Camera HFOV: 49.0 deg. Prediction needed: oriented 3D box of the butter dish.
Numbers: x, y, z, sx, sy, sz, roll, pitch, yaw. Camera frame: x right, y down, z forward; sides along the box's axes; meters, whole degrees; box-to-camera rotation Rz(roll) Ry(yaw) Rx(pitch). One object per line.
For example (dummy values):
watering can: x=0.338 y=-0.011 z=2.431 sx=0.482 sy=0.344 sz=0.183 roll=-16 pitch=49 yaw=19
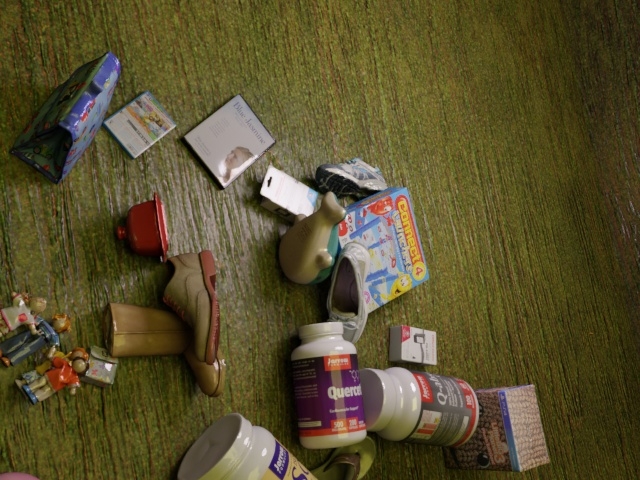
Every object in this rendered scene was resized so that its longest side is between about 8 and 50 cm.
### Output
butter dish: x=-0.436 y=-0.024 z=1.714 sx=0.118 sy=0.160 sz=0.160 roll=-7 pitch=81 yaw=-15

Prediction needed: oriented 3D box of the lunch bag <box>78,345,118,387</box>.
lunch bag: x=-0.506 y=0.286 z=1.611 sx=0.071 sy=0.053 sz=0.083 roll=28 pitch=49 yaw=-30

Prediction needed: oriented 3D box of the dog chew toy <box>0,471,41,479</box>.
dog chew toy: x=-0.551 y=0.592 z=1.403 sx=0.332 sy=0.207 sz=0.206 roll=33 pitch=59 yaw=-35

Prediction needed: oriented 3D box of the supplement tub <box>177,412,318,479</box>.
supplement tub: x=-0.151 y=0.596 z=1.668 sx=0.331 sy=0.241 sz=0.241 roll=49 pitch=54 yaw=-16

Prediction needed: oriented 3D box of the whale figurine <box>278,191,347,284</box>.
whale figurine: x=0.000 y=0.000 z=1.949 sx=0.141 sy=0.272 sz=0.216 roll=13 pitch=30 yaw=-38

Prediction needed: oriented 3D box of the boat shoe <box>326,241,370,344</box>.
boat shoe: x=0.071 y=0.163 z=1.969 sx=0.103 sy=0.118 sz=0.320 roll=-39 pitch=142 yaw=-59

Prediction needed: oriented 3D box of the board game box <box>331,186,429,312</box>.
board game box: x=0.164 y=0.030 z=2.114 sx=0.302 sy=0.086 sz=0.308 roll=-26 pitch=106 yaw=-33

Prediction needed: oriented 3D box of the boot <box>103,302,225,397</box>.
boot: x=-0.376 y=0.267 z=1.685 sx=0.270 sy=0.089 sz=0.236 roll=8 pitch=52 yaw=-37

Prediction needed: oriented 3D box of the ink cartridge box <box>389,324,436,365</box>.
ink cartridge box: x=0.290 y=0.331 z=2.195 sx=0.151 sy=0.063 sz=0.109 roll=14 pitch=68 yaw=-33

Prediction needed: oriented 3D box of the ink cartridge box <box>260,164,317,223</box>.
ink cartridge box: x=-0.104 y=-0.128 z=2.031 sx=0.180 sy=0.060 sz=0.104 roll=30 pitch=62 yaw=-28

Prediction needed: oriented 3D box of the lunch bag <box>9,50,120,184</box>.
lunch bag: x=-0.550 y=-0.286 z=1.588 sx=0.138 sy=0.293 sz=0.220 roll=37 pitch=57 yaw=-24

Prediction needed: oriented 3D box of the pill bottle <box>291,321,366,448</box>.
pill bottle: x=0.018 y=0.389 z=1.895 sx=0.182 sy=0.181 sz=0.322 roll=1 pitch=76 yaw=-37

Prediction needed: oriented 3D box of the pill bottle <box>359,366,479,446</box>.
pill bottle: x=0.267 y=0.482 z=2.039 sx=0.363 sy=0.210 sz=0.210 roll=16 pitch=68 yaw=-33

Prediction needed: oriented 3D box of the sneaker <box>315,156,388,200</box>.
sneaker: x=0.089 y=-0.202 z=2.189 sx=0.283 sy=0.110 sz=0.122 roll=13 pitch=57 yaw=-42

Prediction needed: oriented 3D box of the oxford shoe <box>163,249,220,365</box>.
oxford shoe: x=-0.312 y=0.163 z=1.694 sx=0.130 sy=0.123 sz=0.348 roll=-2 pitch=38 yaw=-13

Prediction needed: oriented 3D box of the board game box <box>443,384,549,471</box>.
board game box: x=0.518 y=0.575 z=2.152 sx=0.141 sy=0.291 sz=0.232 roll=-1 pitch=77 yaw=-38

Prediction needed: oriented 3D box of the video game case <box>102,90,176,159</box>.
video game case: x=-0.470 y=-0.303 z=1.833 sx=0.119 sy=0.015 sz=0.166 roll=51 pitch=53 yaw=-13

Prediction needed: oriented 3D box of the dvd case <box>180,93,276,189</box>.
dvd case: x=-0.253 y=-0.282 z=1.988 sx=0.180 sy=0.022 sz=0.253 roll=52 pitch=53 yaw=-13

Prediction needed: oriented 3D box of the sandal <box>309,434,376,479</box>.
sandal: x=0.052 y=0.640 z=1.909 sx=0.303 sy=0.086 sz=0.120 roll=-27 pitch=94 yaw=-39

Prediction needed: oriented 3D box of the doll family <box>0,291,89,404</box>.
doll family: x=-0.606 y=0.236 z=1.530 sx=0.163 sy=0.118 sz=0.263 roll=-32 pitch=79 yaw=-32
